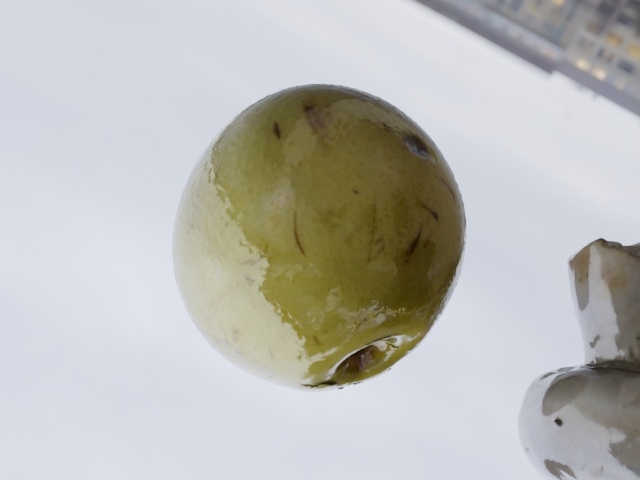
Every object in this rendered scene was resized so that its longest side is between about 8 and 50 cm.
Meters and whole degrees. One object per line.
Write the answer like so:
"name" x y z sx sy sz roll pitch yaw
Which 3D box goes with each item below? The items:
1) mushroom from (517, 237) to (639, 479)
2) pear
"mushroom" 0.353 0.142 1.906 0.292 0.290 0.292 1 179 0
"pear" 0.000 0.000 2.036 0.348 0.348 0.348 27 -167 -7
